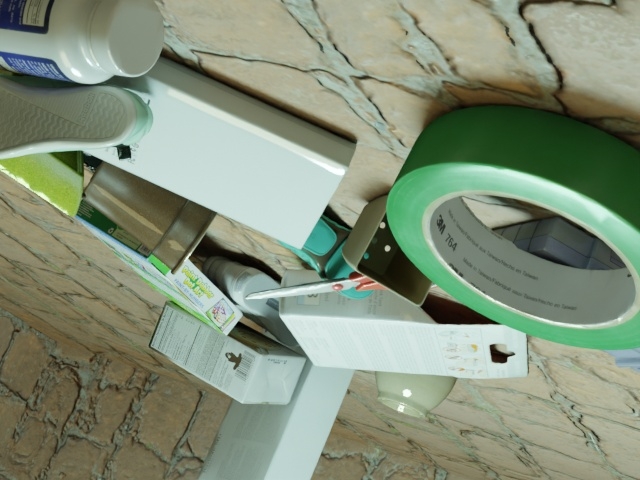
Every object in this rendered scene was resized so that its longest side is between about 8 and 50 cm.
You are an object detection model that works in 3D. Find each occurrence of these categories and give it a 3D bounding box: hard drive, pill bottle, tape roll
[{"bbox_3d":[-0.151,-0.121,1.449,0.353,0.047,0.233,25,151,-4],"label":"hard drive"},{"bbox_3d":[-0.258,-0.220,1.228,0.186,0.112,0.112,13,162,32],"label":"pill bottle"},{"bbox_3d":[0.227,-0.006,1.227,0.321,0.077,0.321,23,155,11],"label":"tape roll"}]

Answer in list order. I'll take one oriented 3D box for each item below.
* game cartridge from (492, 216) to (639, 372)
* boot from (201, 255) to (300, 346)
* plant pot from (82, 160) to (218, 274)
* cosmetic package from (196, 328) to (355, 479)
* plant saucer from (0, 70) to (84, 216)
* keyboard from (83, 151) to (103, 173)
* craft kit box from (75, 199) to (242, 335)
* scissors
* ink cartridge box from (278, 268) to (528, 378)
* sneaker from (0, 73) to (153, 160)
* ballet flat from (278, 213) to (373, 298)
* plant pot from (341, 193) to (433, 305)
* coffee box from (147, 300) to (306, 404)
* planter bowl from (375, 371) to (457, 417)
[{"bbox_3d":[0.359,0.084,1.480,0.355,0.068,0.230,28,167,-18],"label":"game cartridge"},{"bbox_3d":[-0.112,0.101,2.152,0.123,0.095,0.258,27,167,37],"label":"boot"},{"bbox_3d":[-0.223,-0.067,1.621,0.165,0.167,0.167,34,163,-8],"label":"plant pot"},{"bbox_3d":[-0.078,0.328,2.278,0.097,0.377,0.284,31,163,-25],"label":"cosmetic package"},{"bbox_3d":[-0.372,-0.152,1.562,0.045,0.188,0.188,-28,139,21],"label":"plant saucer"},{"bbox_3d":[-0.349,-0.146,1.752,0.192,0.038,0.100,29,150,-36],"label":"keyboard"},{"bbox_3d":[-0.283,0.040,2.061,0.249,0.061,0.247,28,161,43],"label":"craft kit box"},{"bbox_3d":[0.045,0.066,1.674,0.297,0.021,0.109,-19,143,23],"label":"scissors"},{"bbox_3d":[0.149,0.141,1.969,0.384,0.091,0.308,1,159,11],"label":"ink cartridge box"},{"bbox_3d":[-0.313,-0.134,1.327,0.255,0.094,0.151,4,-177,7],"label":"sneaker"},{"bbox_3d":[0.000,0.000,1.685,0.087,0.083,0.247,41,179,41],"label":"ballet flat"},{"bbox_3d":[0.090,0.006,1.520,0.109,0.109,0.096,30,176,-25],"label":"plant pot"},{"bbox_3d":[-0.170,0.203,2.158,0.246,0.098,0.141,25,-174,35],"label":"coffee box"},{"bbox_3d":[0.169,0.266,2.232,0.162,0.109,0.162,22,164,7],"label":"planter bowl"}]
